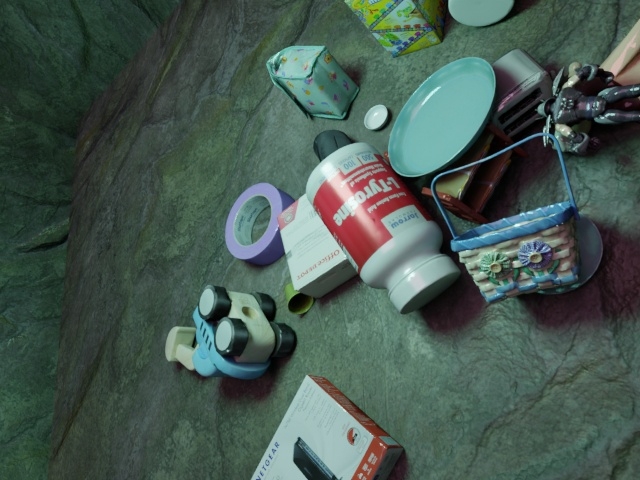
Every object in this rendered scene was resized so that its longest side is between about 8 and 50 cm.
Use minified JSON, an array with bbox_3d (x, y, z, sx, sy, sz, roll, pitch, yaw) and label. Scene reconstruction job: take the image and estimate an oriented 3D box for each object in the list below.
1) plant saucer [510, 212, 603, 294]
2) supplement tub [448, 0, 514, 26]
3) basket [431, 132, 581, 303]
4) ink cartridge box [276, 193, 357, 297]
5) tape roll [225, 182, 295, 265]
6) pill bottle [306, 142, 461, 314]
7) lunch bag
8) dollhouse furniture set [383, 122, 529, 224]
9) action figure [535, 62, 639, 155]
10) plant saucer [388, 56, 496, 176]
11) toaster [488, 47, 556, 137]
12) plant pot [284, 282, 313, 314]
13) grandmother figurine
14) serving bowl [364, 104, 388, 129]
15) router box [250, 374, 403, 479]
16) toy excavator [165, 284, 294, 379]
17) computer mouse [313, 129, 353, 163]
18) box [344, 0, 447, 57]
[{"bbox_3d":[0.501,0.025,1.000,0.194,0.037,0.195,-17,62,34],"label":"plant saucer"},{"bbox_3d":[0.447,-0.755,1.261,0.191,0.191,0.273,-3,70,40],"label":"supplement tub"},{"bbox_3d":[0.386,-0.039,0.928,0.254,0.201,0.289,-23,85,33],"label":"basket"},{"bbox_3d":[0.000,0.000,1.382,0.207,0.117,0.283,-35,53,25],"label":"ink cartridge box"},{"bbox_3d":[-0.206,-0.056,1.602,0.274,0.090,0.275,-16,64,35],"label":"tape roll"},{"bbox_3d":[0.154,-0.030,1.161,0.229,0.229,0.408,-43,65,19],"label":"pill bottle"},{"bbox_3d":[-0.042,-0.530,1.563,0.262,0.223,0.160,19,78,43],"label":"lunch bag"},{"bbox_3d":[0.314,-0.196,1.206,0.201,0.152,0.374,-61,30,4],"label":"dollhouse furniture set"},{"bbox_3d":[0.560,-0.261,0.911,0.284,0.099,0.186,15,106,50],"label":"action figure"},{"bbox_3d":[0.291,-0.287,1.114,0.317,0.043,0.318,-38,37,36],"label":"plant saucer"},{"bbox_3d":[0.445,-0.343,1.118,0.226,0.129,0.147,-36,43,13],"label":"toaster"},{"bbox_3d":[-0.073,0.168,1.411,0.083,0.083,0.079,-52,35,12],"label":"plant pot"},{"bbox_3d":[0.623,-0.338,1.006,0.342,0.104,0.208,-51,39,8],"label":"grandmother figurine"},{"bbox_3d":[0.179,-0.380,1.447,0.083,0.027,0.084,-16,63,34],"label":"serving bowl"},{"bbox_3d":[0.003,0.570,1.169,0.301,0.082,0.336,29,92,43],"label":"router box"},{"bbox_3d":[-0.349,0.337,1.500,0.445,0.222,0.433,-57,45,18],"label":"toy excavator"},{"bbox_3d":[0.059,-0.275,1.430,0.188,0.072,0.272,-12,44,-12],"label":"computer mouse"},{"bbox_3d":[0.242,-0.771,1.383,0.176,0.279,0.290,-1,71,40],"label":"box"}]
